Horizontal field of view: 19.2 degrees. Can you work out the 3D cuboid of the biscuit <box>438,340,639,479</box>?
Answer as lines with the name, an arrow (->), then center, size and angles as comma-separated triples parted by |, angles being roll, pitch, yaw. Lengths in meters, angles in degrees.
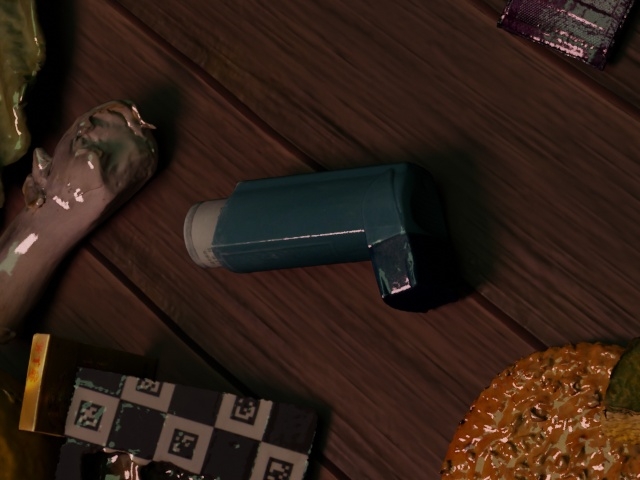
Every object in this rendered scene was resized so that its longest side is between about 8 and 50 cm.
biscuit -> 0.202, 0.203, 1.486 | 0.254, 0.035, 0.254 | -8, 74, 30

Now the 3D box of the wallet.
wallet -> 0.225, -0.234, 1.574 | 0.111, 0.030, 0.166 | 27, 93, 35

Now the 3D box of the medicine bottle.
medicine bottle -> 0.000, 0.000, 1.635 | 0.258, 0.079, 0.124 | -3, 78, 33

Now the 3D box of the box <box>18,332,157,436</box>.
box -> -0.205, 0.135, 1.688 | 0.022, 0.156, 0.089 | 2, 79, 32

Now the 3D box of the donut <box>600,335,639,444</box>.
donut -> 0.293, 0.145, 1.392 | 0.146, 0.078, 0.181 | -32, 68, -23

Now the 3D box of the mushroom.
mushroom -> -0.248, -0.018, 1.796 | 0.278, 0.099, 0.096 | -51, 44, 18

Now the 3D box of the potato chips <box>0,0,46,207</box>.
potato chips -> -0.428, -0.140, 1.933 | 0.373, 0.097, 0.389 | -6, 75, 25

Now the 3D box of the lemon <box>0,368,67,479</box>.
lemon -> -0.357, 0.231, 1.696 | 0.293, 0.293, 0.293 | -8, 75, 31

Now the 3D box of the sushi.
sushi -> -0.123, 0.221, 1.654 | 0.215, 0.050, 0.192 | 11, 84, 4
